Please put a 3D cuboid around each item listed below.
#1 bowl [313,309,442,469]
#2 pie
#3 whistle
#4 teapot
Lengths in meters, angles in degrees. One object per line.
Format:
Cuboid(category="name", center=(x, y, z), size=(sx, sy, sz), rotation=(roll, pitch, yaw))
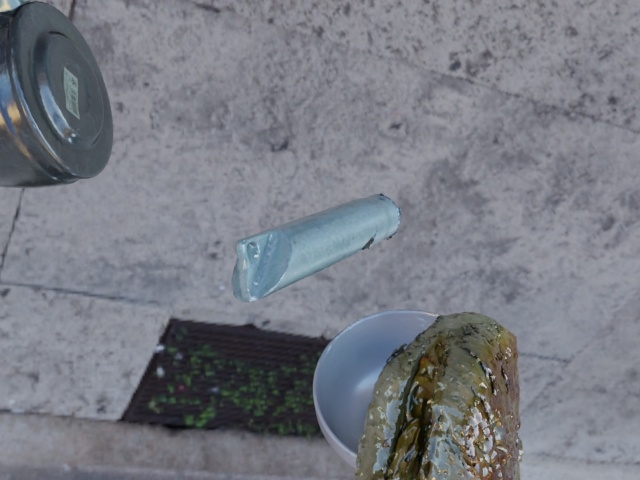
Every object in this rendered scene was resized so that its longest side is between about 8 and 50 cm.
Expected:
Cuboid(category="bowl", center=(0.134, 0.260, 1.346), size=(0.287, 0.286, 0.143), rotation=(-9, 139, -4))
Cuboid(category="pie", center=(0.096, 0.146, 0.593), size=(0.079, 0.193, 0.163), rotation=(3, 180, 37))
Cuboid(category="whistle", center=(0.000, 0.000, 0.918), size=(0.062, 0.062, 0.312), rotation=(-41, 171, 28))
Cuboid(category="teapot", center=(-0.444, -0.203, 1.136), size=(0.240, 0.239, 0.321), rotation=(-13, 137, 12))
